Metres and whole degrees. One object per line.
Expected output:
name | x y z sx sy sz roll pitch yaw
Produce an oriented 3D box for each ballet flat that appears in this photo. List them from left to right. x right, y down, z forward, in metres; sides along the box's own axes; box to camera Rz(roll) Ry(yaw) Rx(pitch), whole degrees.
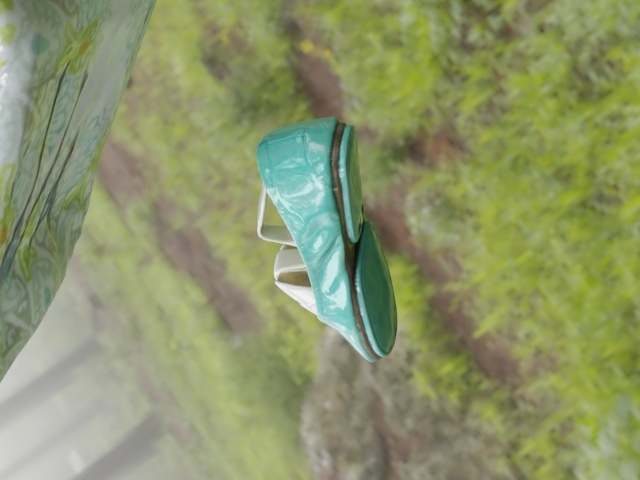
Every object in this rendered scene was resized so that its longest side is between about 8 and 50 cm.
ballet flat | 0.000 0.000 1.254 0.247 0.087 0.083 75 -157 -46

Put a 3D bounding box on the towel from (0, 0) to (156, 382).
towel | -0.216 -0.071 1.198 0.090 0.374 0.320 19 -150 1
